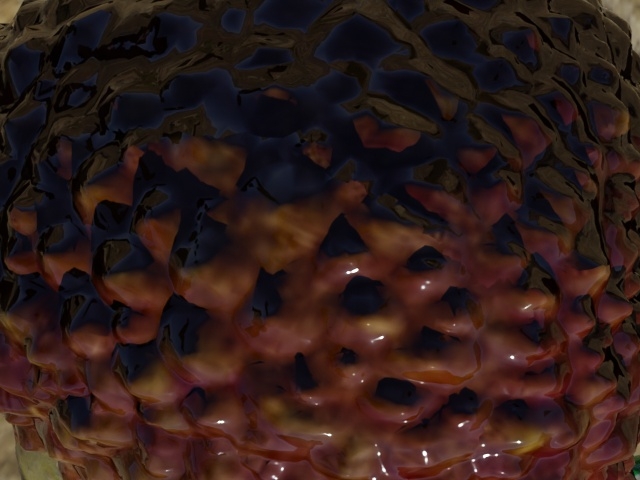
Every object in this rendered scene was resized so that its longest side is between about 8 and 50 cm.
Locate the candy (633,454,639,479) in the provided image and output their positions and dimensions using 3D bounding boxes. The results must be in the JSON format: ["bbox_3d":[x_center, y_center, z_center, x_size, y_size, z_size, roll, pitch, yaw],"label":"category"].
[{"bbox_3d":[0.150,0.182,1.233,0.203,0.078,0.141,9,137,-5],"label":"candy"}]

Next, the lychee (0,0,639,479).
[{"bbox_3d":[0.000,0.000,0.609,0.271,0.236,0.236,17,111,12],"label":"lychee"}]

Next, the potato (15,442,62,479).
[{"bbox_3d":[-0.064,0.113,0.980,0.157,0.157,0.194,-22,136,16],"label":"potato"}]
